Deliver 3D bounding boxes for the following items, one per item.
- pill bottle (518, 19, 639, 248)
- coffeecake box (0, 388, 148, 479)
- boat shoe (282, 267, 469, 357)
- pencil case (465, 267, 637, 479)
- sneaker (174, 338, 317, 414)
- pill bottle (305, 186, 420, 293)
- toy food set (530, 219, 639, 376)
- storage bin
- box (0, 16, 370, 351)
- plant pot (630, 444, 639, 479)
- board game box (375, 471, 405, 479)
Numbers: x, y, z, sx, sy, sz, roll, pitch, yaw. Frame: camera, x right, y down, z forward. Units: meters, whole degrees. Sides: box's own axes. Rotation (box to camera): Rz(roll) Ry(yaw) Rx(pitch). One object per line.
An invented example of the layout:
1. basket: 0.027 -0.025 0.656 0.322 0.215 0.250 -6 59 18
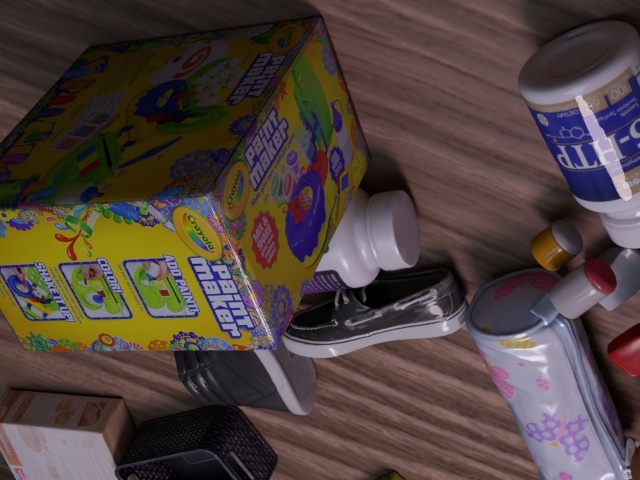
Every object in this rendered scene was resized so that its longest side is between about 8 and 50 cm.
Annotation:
1. pill bottle: 0.262 -0.090 1.125 0.112 0.112 0.186 -15 121 32
2. coffeecake box: -0.343 0.282 1.735 0.185 0.068 0.142 2 130 22
3. boat shoe: 0.051 0.071 1.384 0.219 0.078 0.070 -12 123 22
4. pencil case: 0.249 0.160 1.335 0.273 0.113 0.124 62 169 -26
5. sneaker: -0.117 0.096 1.451 0.147 0.104 0.295 -6 130 21
6. pill bottle: 0.000 0.000 1.315 0.193 0.108 0.108 -8 125 24
7. toy food set: 0.320 0.055 1.226 0.232 0.111 0.104 39 127 -12
8. storage bin: -0.163 0.296 1.659 0.180 0.084 0.122 -18 119 33
9. box: -0.141 -0.054 1.207 0.279 0.290 0.177 -3 127 26
10. plant pot: 0.445 0.204 1.256 0.205 0.205 0.188 26 118 1
11. board game box: 0.062 0.372 1.653 0.092 0.043 0.181 43 132 -15
